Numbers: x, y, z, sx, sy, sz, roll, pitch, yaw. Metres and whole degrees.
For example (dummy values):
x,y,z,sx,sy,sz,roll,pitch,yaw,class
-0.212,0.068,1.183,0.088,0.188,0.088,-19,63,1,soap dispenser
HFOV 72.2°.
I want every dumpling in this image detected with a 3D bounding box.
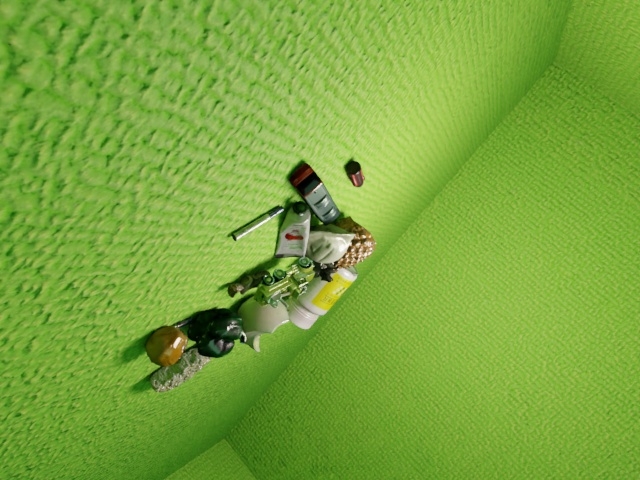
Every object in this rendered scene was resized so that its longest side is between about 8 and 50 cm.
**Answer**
x,y,z,sx,sy,sz,roll,pitch,yaw,class
-0.002,-0.004,1.760,0.227,0.175,0.243,9,131,-33,dumpling

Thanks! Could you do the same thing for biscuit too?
x,y,z,sx,sy,sz,roll,pitch,yaw,class
-0.550,0.512,1.741,0.281,0.084,0.179,-27,159,-42,biscuit

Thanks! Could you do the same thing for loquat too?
x,y,z,sx,sy,sz,roll,pitch,yaw,class
-0.505,0.346,1.444,0.137,0.113,0.137,-26,128,-39,loquat

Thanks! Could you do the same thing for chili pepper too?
x,y,z,sx,sy,sz,roll,pitch,yaw,class
-0.373,0.343,1.645,0.174,0.165,0.261,-65,158,0,chili pepper

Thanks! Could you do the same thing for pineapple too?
x,y,z,sx,sy,sz,roll,pitch,yaw,class
0.061,0.067,1.957,0.357,0.223,0.223,-40,162,-4,pineapple

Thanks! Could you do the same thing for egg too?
x,y,z,sx,sy,sz,roll,pitch,yaw,class
-0.276,0.329,1.824,0.162,0.206,0.271,15,135,-43,egg

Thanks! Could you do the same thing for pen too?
x,y,z,sx,sy,sz,roll,pitch,yaw,class
-0.197,-0.058,1.398,0.204,0.025,0.025,-36,160,-33,pen

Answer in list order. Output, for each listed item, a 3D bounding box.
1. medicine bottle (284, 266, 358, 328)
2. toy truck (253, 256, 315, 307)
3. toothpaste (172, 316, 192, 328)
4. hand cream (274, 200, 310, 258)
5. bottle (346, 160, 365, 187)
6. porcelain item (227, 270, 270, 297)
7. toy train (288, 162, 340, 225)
x,y,z,sx,sy,sz,roll,pitch,yaw,class
-0.009,0.238,2.169,0.378,0.213,0.213,-50,162,13,medicine bottle
-0.124,0.178,1.708,0.259,0.135,0.128,-30,156,-39,toy truck
-0.477,0.287,1.515,0.083,0.019,0.027,-16,121,-60,toothpaste
-0.095,-0.024,1.608,0.121,0.076,0.336,1,148,-11,hand cream
0.139,-0.251,1.694,0.060,0.060,0.164,-46,163,-2,bottle
-0.274,0.165,1.655,0.084,0.054,0.213,-57,161,24,porcelain item
-0.009,-0.148,1.533,0.086,0.089,0.409,-41,163,0,toy train
